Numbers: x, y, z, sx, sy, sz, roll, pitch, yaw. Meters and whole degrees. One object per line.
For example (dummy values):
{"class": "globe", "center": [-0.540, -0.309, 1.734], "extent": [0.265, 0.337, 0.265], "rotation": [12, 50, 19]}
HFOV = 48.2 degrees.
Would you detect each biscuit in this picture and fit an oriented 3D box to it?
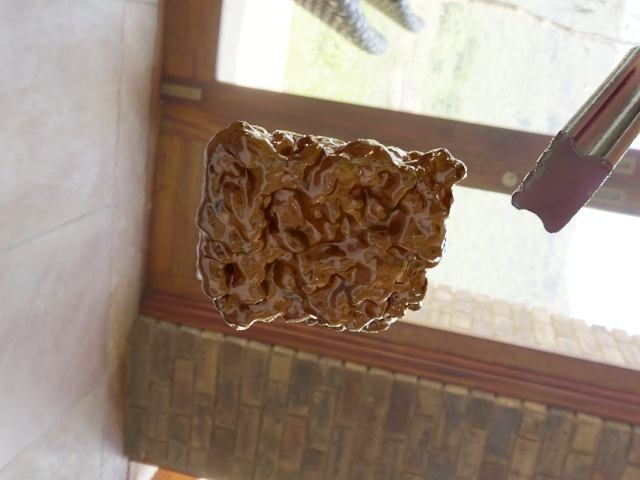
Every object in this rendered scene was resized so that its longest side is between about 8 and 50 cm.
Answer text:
{"class": "biscuit", "center": [0.000, 0.000, 0.906], "extent": [0.110, 0.312, 0.318], "rotation": [-90, -171, -52]}

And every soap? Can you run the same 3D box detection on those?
{"class": "soap", "center": [0.293, -0.109, 0.760], "extent": [0.203, 0.065, 0.122], "rotation": [-43, 166, -33]}
